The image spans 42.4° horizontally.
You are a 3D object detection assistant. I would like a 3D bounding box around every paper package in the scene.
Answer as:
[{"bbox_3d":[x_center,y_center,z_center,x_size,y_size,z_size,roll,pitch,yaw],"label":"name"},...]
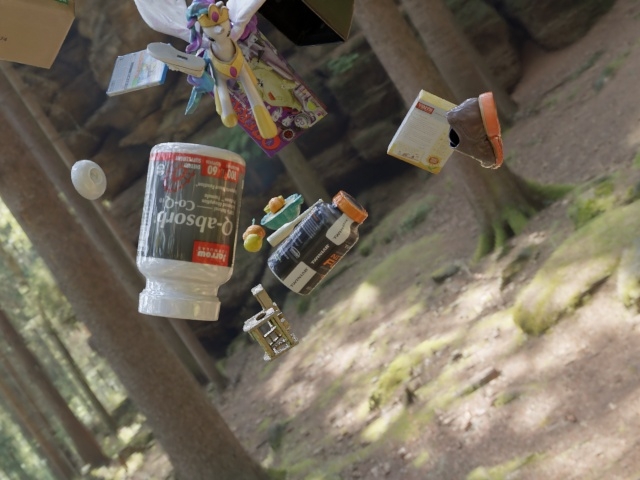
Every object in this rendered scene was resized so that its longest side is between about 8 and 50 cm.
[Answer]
[{"bbox_3d":[-0.825,-0.605,2.124,0.325,0.168,0.309,7,-19,-29],"label":"paper package"}]

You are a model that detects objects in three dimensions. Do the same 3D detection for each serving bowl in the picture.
[{"bbox_3d":[-0.462,-0.126,1.665,0.027,0.083,0.083,-18,12,29],"label":"serving bowl"}]

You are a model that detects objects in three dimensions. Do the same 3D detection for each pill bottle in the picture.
[{"bbox_3d":[0.000,0.000,1.925,0.245,0.130,0.130,-48,3,13],"label":"pill bottle"},{"bbox_3d":[-0.284,-0.016,1.787,0.210,0.362,0.210,6,-4,0],"label":"pill bottle"}]

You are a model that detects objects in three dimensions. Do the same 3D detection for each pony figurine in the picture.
[{"bbox_3d":[-0.215,-0.439,1.799,0.303,0.351,0.363,-19,-39,-3],"label":"pony figurine"}]

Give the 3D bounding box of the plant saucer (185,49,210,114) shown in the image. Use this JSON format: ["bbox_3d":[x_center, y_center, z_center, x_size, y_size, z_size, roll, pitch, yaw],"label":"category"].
[{"bbox_3d":[-0.285,-0.394,1.985,0.067,0.018,0.192,-31,42,61],"label":"plant saucer"}]

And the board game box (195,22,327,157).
[{"bbox_3d":[-0.168,-0.405,2.188,0.208,0.347,0.056,-34,28,21],"label":"board game box"}]

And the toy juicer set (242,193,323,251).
[{"bbox_3d":[-0.137,-0.058,2.336,0.209,0.089,0.329,-43,13,-16],"label":"toy juicer set"}]

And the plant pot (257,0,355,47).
[{"bbox_3d":[-0.023,-0.578,1.927,0.187,0.188,0.167,11,71,50],"label":"plant pot"}]

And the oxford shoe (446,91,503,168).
[{"bbox_3d":[0.296,-0.205,1.589,0.098,0.096,0.271,-11,-20,12],"label":"oxford shoe"}]

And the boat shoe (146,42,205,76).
[{"bbox_3d":[-0.242,-0.297,1.372,0.035,0.100,0.035,112,174,-51],"label":"boat shoe"}]

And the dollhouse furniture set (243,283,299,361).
[{"bbox_3d":[-0.159,0.198,2.152,0.101,0.182,0.161,-33,21,-3],"label":"dollhouse furniture set"}]

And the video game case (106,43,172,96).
[{"bbox_3d":[-0.448,-0.422,2.045,0.166,0.015,0.119,-7,58,25],"label":"video game case"}]

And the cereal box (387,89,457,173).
[{"bbox_3d":[0.323,-0.315,2.433,0.240,0.173,0.047,121,170,-47],"label":"cereal box"}]
